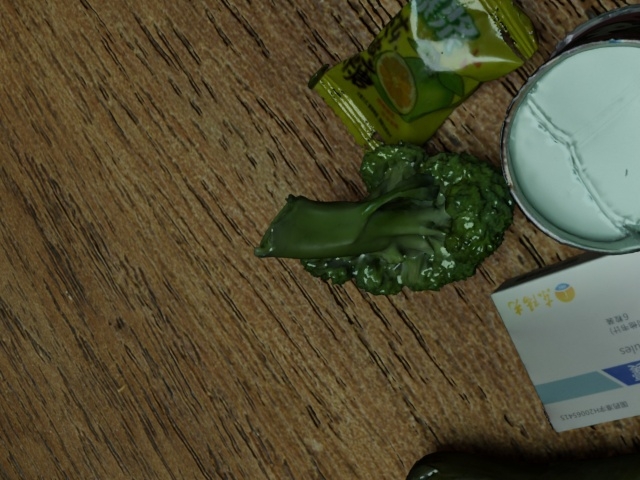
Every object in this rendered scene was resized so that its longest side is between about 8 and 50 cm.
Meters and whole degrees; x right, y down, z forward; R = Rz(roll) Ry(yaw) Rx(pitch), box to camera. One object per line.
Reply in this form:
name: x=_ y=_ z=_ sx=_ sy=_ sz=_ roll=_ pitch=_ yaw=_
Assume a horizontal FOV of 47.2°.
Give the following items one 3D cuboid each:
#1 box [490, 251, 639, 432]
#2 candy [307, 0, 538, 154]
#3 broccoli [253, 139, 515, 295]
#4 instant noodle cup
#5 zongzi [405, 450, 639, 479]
box: x=0.392 y=0.090 z=0.840 sx=0.343 sy=0.065 sz=0.200 roll=-24 pitch=94 yaw=34
candy: x=0.117 y=-0.216 z=0.893 sx=0.187 sy=0.081 sz=0.297 roll=53 pitch=136 yaw=3
broccoli: x=0.060 y=-0.034 z=0.892 sx=0.254 sy=0.302 sz=0.186 roll=139 pitch=137 yaw=-71
instant noodle cup: x=0.302 y=-0.111 z=0.727 sx=0.243 sy=0.231 sz=0.243 roll=9 pitch=110 yaw=27
zongzi: x=0.298 y=0.311 z=0.922 sx=0.356 sy=0.174 sz=0.393 roll=29 pitch=109 yaw=26
